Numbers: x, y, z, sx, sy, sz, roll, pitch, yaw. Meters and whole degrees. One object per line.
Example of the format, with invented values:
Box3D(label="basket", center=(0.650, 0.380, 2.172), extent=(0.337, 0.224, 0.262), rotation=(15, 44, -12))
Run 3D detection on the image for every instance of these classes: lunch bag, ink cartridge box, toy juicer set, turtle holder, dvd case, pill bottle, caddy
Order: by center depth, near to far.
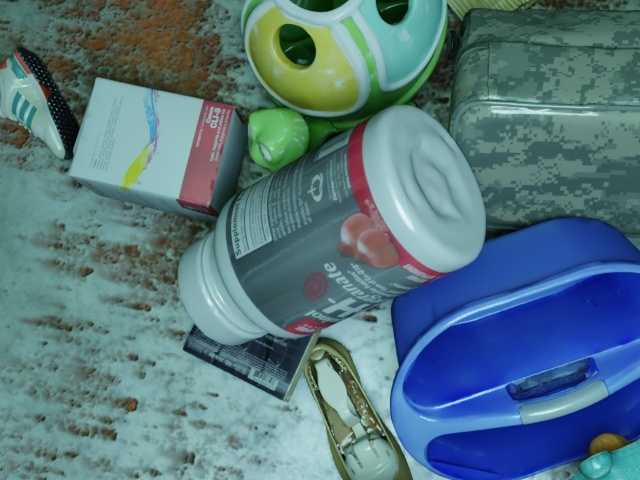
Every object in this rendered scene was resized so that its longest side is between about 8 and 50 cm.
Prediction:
Box3D(label="toy juicer set", center=(0.291, 0.264, 1.106), extent=(0.328, 0.209, 0.090), rotation=(-3, 54, -37))
Box3D(label="pill bottle", center=(0.000, 0.000, 1.117), extent=(0.318, 0.176, 0.176), rotation=(-27, 78, 34))
Box3D(label="caddy", center=(0.234, 0.128, 1.126), extent=(0.341, 0.179, 0.241), rotation=(-19, 119, 3))
Box3D(label="lunch bag", center=(0.294, -0.159, 1.195), extent=(0.305, 0.213, 0.256), rotation=(3, 50, 6))
Box3D(label="turtle holder", center=(0.000, -0.248, 1.219), extent=(0.320, 0.227, 0.243), rotation=(-40, 75, 0))
Box3D(label="dvd case", center=(-0.057, 0.061, 1.258), extent=(0.164, 0.018, 0.221), rotation=(21, 83, 33))
Box3D(label="ink cartridge box", center=(-0.191, -0.106, 1.272), extent=(0.176, 0.128, 0.127), rotation=(12, 82, 6))

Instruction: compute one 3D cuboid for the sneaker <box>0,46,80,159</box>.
Box3D(label="sneaker", center=(-0.367, -0.162, 1.341), extent=(0.075, 0.057, 0.161), rotation=(-32, 81, 17))

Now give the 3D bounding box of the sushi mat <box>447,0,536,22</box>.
Box3D(label="sushi mat", center=(0.166, -0.413, 1.342), extent=(0.151, 0.019, 0.317), rotation=(-36, 79, 0))

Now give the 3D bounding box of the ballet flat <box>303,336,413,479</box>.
Box3D(label="ballet flat", center=(0.037, 0.222, 1.229), extent=(0.080, 0.073, 0.232), rotation=(-29, 80, 2))
